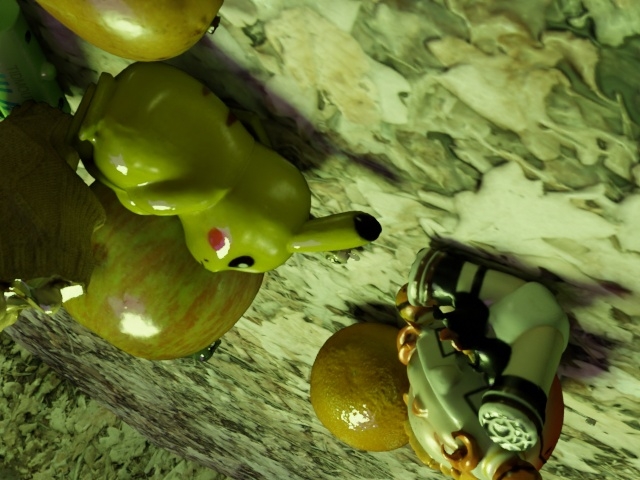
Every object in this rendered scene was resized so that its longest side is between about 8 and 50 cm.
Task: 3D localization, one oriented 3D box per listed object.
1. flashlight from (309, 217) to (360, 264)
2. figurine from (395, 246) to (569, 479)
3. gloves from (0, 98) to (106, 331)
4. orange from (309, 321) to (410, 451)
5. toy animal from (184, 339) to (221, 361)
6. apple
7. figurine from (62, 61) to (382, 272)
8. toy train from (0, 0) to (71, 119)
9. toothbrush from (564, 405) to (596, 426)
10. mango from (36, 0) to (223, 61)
[{"bbox_3d":[0.000,0.000,1.157,0.110,0.031,0.052,38,156,-19],"label":"flashlight"},{"bbox_3d":[0.201,0.179,1.090,0.323,0.196,0.320,86,163,-54],"label":"figurine"},{"bbox_3d":[-0.345,-0.029,0.992,0.155,0.203,0.356,25,-154,-31],"label":"gloves"},{"bbox_3d":[0.079,0.216,1.317,0.206,0.206,0.206,24,157,11],"label":"orange"},{"bbox_3d":[-0.271,0.224,1.897,0.135,0.065,0.047,6,147,45],"label":"toy animal"},{"bbox_3d":[-0.212,0.032,1.146,0.264,0.264,0.264,24,157,11],"label":"apple"},{"bbox_3d":[-0.121,-0.071,0.988,0.326,0.169,0.218,41,170,-21],"label":"figurine"},{"bbox_3d":[-0.396,-0.219,1.089,0.157,0.105,0.253,11,156,7],"label":"toy train"},{"bbox_3d":[0.352,0.242,1.283,0.097,0.008,0.006,28,143,6],"label":"toothbrush"},{"bbox_3d":[-0.188,-0.240,0.750,0.236,0.136,0.166,33,161,5],"label":"mango"}]
